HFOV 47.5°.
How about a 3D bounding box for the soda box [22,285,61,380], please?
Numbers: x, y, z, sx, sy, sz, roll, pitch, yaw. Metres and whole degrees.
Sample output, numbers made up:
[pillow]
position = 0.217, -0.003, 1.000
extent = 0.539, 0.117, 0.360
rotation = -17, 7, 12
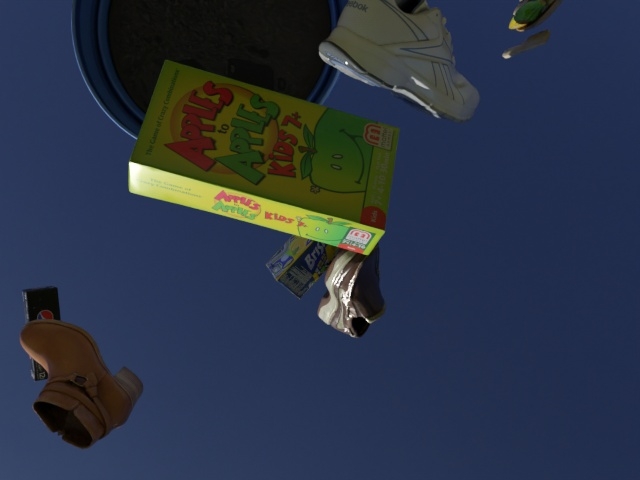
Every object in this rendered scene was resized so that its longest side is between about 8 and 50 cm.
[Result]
[soda box]
position = -0.515, 0.172, 1.358
extent = 0.060, 0.053, 0.169
rotation = -6, -86, -30

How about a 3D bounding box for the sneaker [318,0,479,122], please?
[sneaker]
position = 0.132, -0.240, 0.951
extent = 0.111, 0.297, 0.129
rotation = 31, -79, 39

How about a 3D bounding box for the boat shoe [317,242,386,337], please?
[boat shoe]
position = 0.065, 0.076, 1.108
extent = 0.095, 0.257, 0.095
rotation = 41, -112, 14

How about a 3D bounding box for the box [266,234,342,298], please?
[box]
position = 0.000, 0.000, 1.080
extent = 0.169, 0.054, 0.059
rotation = -47, -149, 3

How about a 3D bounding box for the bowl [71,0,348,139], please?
[bowl]
position = -0.149, -0.306, 1.029
extent = 0.390, 0.077, 0.392
rotation = 0, -87, 2

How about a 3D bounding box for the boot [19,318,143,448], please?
[boot]
position = -0.338, 0.183, 0.952
extent = 0.197, 0.073, 0.152
rotation = 28, -163, 2

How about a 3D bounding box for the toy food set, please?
[toy food set]
position = 0.312, -0.356, 1.026
extent = 0.038, 0.132, 0.192
rotation = 29, -96, -14

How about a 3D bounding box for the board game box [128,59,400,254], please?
[board game box]
position = -0.038, -0.060, 0.534
extent = 0.181, 0.043, 0.092
rotation = 15, -118, -8
